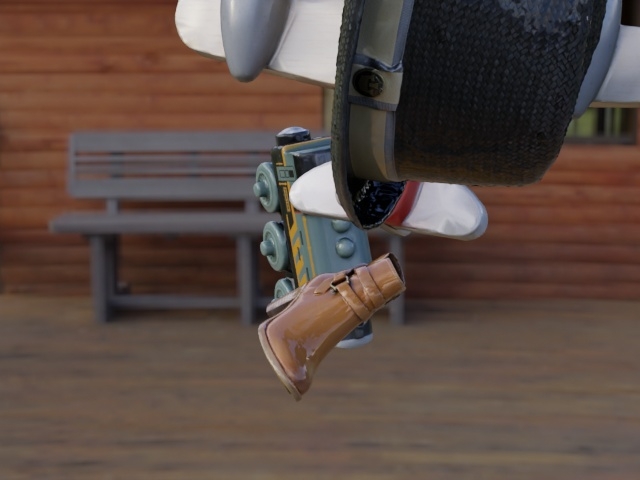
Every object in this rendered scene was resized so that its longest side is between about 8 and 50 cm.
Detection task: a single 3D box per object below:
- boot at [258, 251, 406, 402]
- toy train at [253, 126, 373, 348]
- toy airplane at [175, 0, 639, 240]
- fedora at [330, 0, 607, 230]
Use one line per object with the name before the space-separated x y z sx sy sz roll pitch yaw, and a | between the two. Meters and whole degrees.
boot | 0.018 0.079 1.497 0.152 0.073 0.197 -25 25 10
toy train | 0.000 0.000 2.098 0.142 0.334 0.190 -11 6 -21
toy airplane | 0.084 -0.193 1.317 0.386 0.272 0.384 -28 53 0
fedora | 0.117 -0.156 1.014 0.152 0.334 0.334 14 13 11
